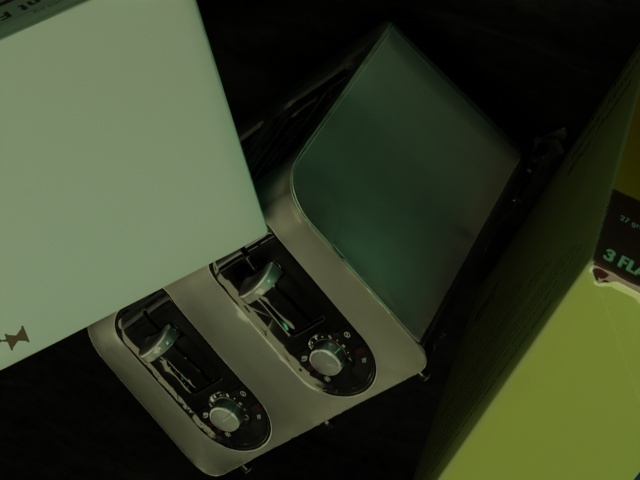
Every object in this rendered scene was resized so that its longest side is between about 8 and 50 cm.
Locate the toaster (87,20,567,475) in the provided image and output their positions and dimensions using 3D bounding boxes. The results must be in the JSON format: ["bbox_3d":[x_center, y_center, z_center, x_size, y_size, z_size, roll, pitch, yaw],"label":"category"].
[{"bbox_3d":[0.000,0.000,0.890,0.110,0.185,0.168,46,134,-13],"label":"toaster"}]

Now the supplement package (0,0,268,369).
[{"bbox_3d":[-0.148,-0.072,0.821,0.244,0.134,0.139,39,151,52],"label":"supplement package"}]

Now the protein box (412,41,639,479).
[{"bbox_3d":[0.151,0.047,0.843,0.136,0.201,0.200,27,129,-2],"label":"protein box"}]
